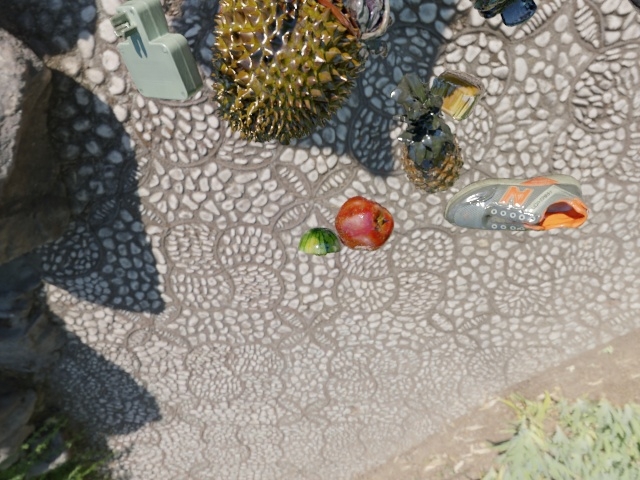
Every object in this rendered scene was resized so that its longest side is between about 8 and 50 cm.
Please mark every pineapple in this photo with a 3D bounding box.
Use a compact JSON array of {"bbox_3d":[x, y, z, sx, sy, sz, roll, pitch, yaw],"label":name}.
[{"bbox_3d":[0.234,-0.236,1.006,0.141,0.170,0.310,11,160,29],"label":"pineapple"}]

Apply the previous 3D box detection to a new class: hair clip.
[{"bbox_3d":[0.496,-0.682,1.143,0.310,0.194,0.206,-28,170,1],"label":"hair clip"}]

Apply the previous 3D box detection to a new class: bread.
[{"bbox_3d":[0.402,-0.435,1.327,0.136,0.241,0.107,33,122,10],"label":"bread"}]

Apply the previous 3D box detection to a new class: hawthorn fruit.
[{"bbox_3d":[0.068,-0.025,0.670,0.093,0.093,0.093,-1,128,-2],"label":"hawthorn fruit"}]

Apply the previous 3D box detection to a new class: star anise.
[{"bbox_3d":[0.108,-0.534,1.136,0.230,0.081,0.262,17,118,-39],"label":"star anise"}]

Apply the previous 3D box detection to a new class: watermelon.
[{"bbox_3d":[0.000,0.000,1.063,0.106,0.105,0.062,2,103,-4],"label":"watermelon"}]

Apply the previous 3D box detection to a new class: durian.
[{"bbox_3d":[-0.083,-0.405,0.998,0.348,0.347,0.384,-3,103,0],"label":"durian"}]

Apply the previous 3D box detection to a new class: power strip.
[{"bbox_3d":[-0.480,-0.526,1.268,0.230,0.141,0.261,16,138,32],"label":"power strip"}]

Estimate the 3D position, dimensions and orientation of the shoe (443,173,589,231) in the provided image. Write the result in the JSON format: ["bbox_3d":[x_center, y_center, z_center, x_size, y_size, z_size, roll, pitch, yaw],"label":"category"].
[{"bbox_3d":[0.277,-0.044,0.641,0.195,0.077,0.074,-7,127,8],"label":"shoe"}]

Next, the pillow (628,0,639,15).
[{"bbox_3d":[0.663,-0.412,0.842,0.208,0.141,0.055,6,139,-27],"label":"pillow"}]
